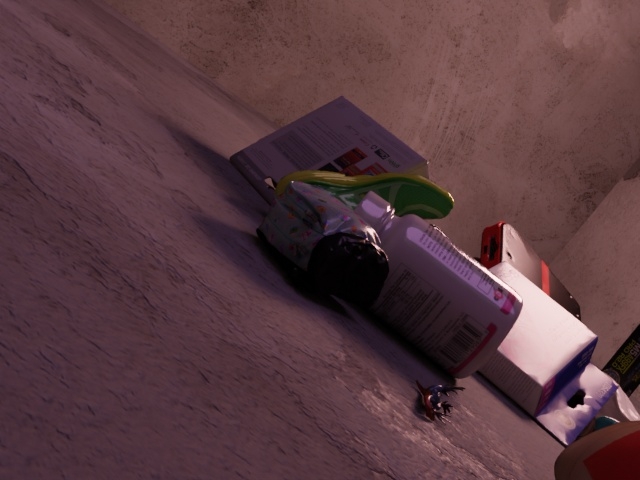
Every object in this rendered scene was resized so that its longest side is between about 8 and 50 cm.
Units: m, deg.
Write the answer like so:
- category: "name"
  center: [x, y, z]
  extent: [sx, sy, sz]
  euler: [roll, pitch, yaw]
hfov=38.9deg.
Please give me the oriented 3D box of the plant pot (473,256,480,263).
- category: "plant pot"
  center: [0.370, 0.115, 2.102]
  extent: [0.237, 0.109, 0.237]
  euler: [30, 18, -11]

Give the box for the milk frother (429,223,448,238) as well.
- category: "milk frother"
  center: [0.172, 0.068, 1.526]
  extent: [0.143, 0.135, 0.129]
  euler: [28, 45, -35]

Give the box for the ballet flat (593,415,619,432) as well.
- category: "ballet flat"
  center: [0.591, 0.421, 1.701]
  extent: [0.213, 0.072, 0.068]
  euler: [44, -17, 35]

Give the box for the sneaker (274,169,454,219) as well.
- category: "sneaker"
  center: [0.072, -0.046, 1.496]
  extent: [0.296, 0.123, 0.109]
  euler: [0, -15, -6]

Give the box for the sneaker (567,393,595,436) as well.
- category: "sneaker"
  center: [0.493, 0.331, 1.715]
  extent: [0.071, 0.066, 0.188]
  euler: [38, 8, -8]

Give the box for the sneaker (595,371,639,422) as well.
- category: "sneaker"
  center: [0.652, 0.405, 1.903]
  extent: [0.169, 0.108, 0.292]
  euler: [37, 17, -17]

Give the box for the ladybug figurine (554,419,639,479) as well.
- category: "ladybug figurine"
  center: [0.446, 0.350, 1.002]
  extent: [0.305, 0.162, 0.449]
  euler: [29, 12, -33]

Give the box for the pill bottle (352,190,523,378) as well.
- category: "pill bottle"
  center: [0.145, 0.062, 1.358]
  extent: [0.283, 0.160, 0.160]
  euler: [38, 8, 1]

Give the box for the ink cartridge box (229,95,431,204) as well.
- category: "ink cartridge box"
  center: [0.017, -0.108, 1.707]
  extent: [0.309, 0.272, 0.130]
  euler: [47, -19, 47]

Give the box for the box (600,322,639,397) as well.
- category: "box"
  center: [0.761, 0.318, 2.243]
  extent: [0.060, 0.270, 0.216]
  euler: [41, 8, 30]

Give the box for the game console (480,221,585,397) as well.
- category: "game console"
  center: [0.473, 0.161, 2.014]
  extent: [0.342, 0.060, 0.386]
  euler: [47, 32, -19]

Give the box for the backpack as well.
- category: "backpack"
  center: [0.000, 0.000, 1.237]
  extent: [0.152, 0.115, 0.182]
  euler: [26, 11, -46]

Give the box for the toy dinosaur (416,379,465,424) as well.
- category: "toy dinosaur"
  center: [0.130, 0.192, 1.070]
  extent: [0.090, 0.047, 0.082]
  euler: [2, -6, 37]

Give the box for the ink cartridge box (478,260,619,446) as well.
- category: "ink cartridge box"
  center: [0.389, 0.190, 1.665]
  extent: [0.330, 0.071, 0.324]
  euler: [39, 29, 19]
